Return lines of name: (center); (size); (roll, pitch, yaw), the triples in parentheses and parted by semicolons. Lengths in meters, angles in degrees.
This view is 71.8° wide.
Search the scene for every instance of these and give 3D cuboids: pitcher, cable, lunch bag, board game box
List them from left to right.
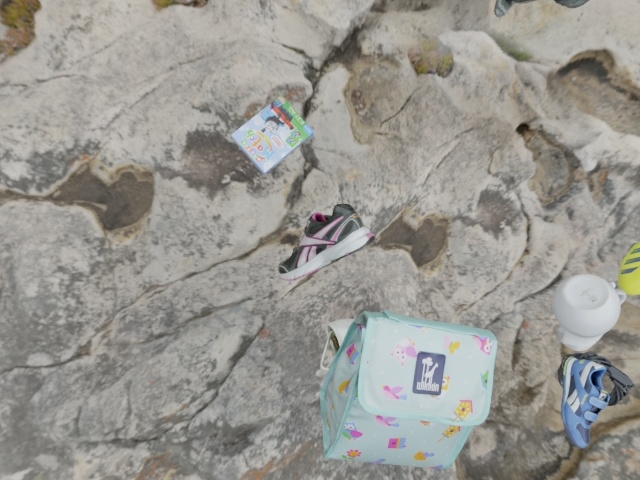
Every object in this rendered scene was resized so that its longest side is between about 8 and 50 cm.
board game box: (-0.152, -0.336, 1.409); (0.211, 0.039, 0.160); (-42, 93, -9)
lunch bag: (0.134, 0.230, 0.704); (0.223, 0.160, 0.262); (11, 121, -11)
cable: (0.723, 0.370, 1.189); (0.184, 0.047, 0.150); (33, 133, 3)
pitcher: (0.603, 0.141, 0.975); (0.178, 0.207, 0.125); (-41, 48, 0)

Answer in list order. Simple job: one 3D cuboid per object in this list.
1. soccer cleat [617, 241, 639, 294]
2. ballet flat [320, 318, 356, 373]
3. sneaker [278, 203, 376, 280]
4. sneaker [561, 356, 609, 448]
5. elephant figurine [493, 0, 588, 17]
soccer cleat: (0.784, 0.027, 0.983); (0.093, 0.121, 0.289); (25, 125, -3)
ballet flat: (0.063, 0.397, 1.254); (0.139, 0.139, 0.400); (-7, 45, 6)
sneaker: (0.000, 0.000, 0.644); (0.178, 0.072, 0.077); (-28, 83, 38)
sneaker: (0.434, 0.264, 0.723); (0.053, 0.059, 0.144); (24, 68, -35)
elephant figurine: (0.446, -0.492, 0.753); (0.239, 0.186, 0.169); (14, 43, 17)
